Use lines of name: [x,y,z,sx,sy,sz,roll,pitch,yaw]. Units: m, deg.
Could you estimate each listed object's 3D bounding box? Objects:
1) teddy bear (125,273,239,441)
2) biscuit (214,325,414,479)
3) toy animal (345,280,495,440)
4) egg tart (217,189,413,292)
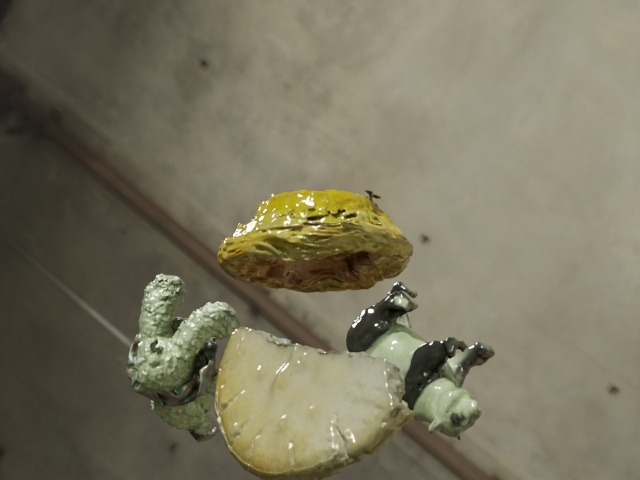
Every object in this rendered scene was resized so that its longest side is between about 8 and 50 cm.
teddy bear: [-0.165,0.156,1.604,0.111,0.133,0.213,-36,-40,-46]
biscuit: [-0.028,0.156,1.293,0.038,0.290,0.141,41,-108,-34]
toy animal: [0.113,0.141,1.587,0.094,0.225,0.121,19,-76,-48]
egg tart: [0.000,0.000,0.872,0.130,0.130,0.052,65,-157,-73]
